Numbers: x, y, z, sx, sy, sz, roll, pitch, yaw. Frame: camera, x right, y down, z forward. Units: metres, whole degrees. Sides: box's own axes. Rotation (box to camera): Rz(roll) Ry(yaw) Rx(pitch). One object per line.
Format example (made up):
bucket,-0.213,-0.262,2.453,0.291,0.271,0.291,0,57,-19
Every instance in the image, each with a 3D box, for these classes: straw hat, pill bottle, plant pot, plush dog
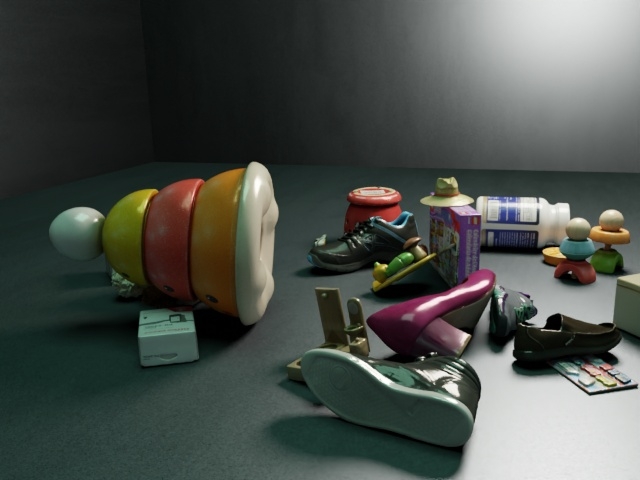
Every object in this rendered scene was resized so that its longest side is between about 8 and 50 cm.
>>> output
straw hat,0.322,-0.131,1.653,0.144,0.061,0.144,-2,15,1
pill bottle,0.601,-0.053,1.939,0.264,0.153,0.153,3,15,15
plant pot,0.166,-0.069,2.010,0.191,0.174,0.191,-2,17,0
plush dog,-0.349,0.066,1.575,0.262,0.211,0.225,-16,47,-39

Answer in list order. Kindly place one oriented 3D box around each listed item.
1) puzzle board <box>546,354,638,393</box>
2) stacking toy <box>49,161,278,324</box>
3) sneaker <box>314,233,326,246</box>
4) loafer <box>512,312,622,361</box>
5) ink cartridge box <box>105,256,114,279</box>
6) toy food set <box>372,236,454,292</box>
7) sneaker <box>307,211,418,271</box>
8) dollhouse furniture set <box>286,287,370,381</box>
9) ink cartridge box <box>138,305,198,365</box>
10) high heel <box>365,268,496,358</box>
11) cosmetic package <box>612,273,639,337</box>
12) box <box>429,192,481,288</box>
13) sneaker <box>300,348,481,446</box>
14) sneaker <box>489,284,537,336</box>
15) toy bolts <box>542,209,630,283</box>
puzzle board,0.477,0.232,1.143,0.096,0.011,0.128,-5,15,-13
stacking toy,-0.341,-0.002,1.401,0.480,0.351,0.350,2,15,2
sneaker,0.000,0.000,2.031,0.037,0.032,0.083,0,14,6
loafer,0.461,0.173,1.203,0.220,0.078,0.080,-6,-1,-16
ink cartridge box,-0.547,0.053,1.751,0.056,0.099,0.135,-8,16,-25
toy food set,0.210,0.045,1.595,0.218,0.071,0.128,-30,-8,-5
sneaker,0.119,0.000,1.811,0.341,0.140,0.125,-9,18,-23
dollhouse furniture set,0.011,0.168,1.172,0.144,0.123,0.151,-2,14,41
ink cartridge box,-0.303,0.187,1.286,0.109,0.063,0.150,-5,14,-13
high heel,0.238,0.117,1.304,0.181,0.127,0.377,27,26,15
cosmetic package,0.731,0.153,1.222,0.160,0.113,0.309,-7,15,-21
box,0.342,-0.001,1.672,0.057,0.201,0.293,-3,15,-4
sneaker,0.119,0.227,1.034,0.295,0.104,0.147,13,18,28
sneaker,0.408,0.144,1.353,0.098,0.083,0.223,7,16,13
toy bolts,0.681,0.001,1.708,0.218,0.158,0.228,11,19,40
